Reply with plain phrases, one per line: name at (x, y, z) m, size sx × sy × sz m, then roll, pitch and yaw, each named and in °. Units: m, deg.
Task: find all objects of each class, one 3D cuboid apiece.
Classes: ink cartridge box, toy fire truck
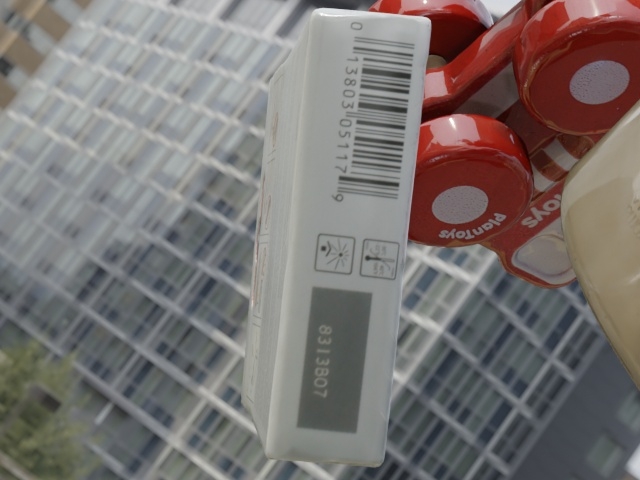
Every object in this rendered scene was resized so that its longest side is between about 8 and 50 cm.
ink cartridge box at (0.000, 0.000, 0.702) m, size 0.066 × 0.189 × 0.232 m, roll 6°, pitch -2°, yaw -2°
toy fire truck at (0.182, -0.096, 0.997) m, size 0.254 × 0.302 × 0.169 m, roll 25°, pitch 40°, yaw -33°

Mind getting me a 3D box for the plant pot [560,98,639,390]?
plant pot at (0.296, -0.021, 0.521) m, size 0.323 × 0.280 × 0.323 m, roll 28°, pitch 28°, yaw -16°
